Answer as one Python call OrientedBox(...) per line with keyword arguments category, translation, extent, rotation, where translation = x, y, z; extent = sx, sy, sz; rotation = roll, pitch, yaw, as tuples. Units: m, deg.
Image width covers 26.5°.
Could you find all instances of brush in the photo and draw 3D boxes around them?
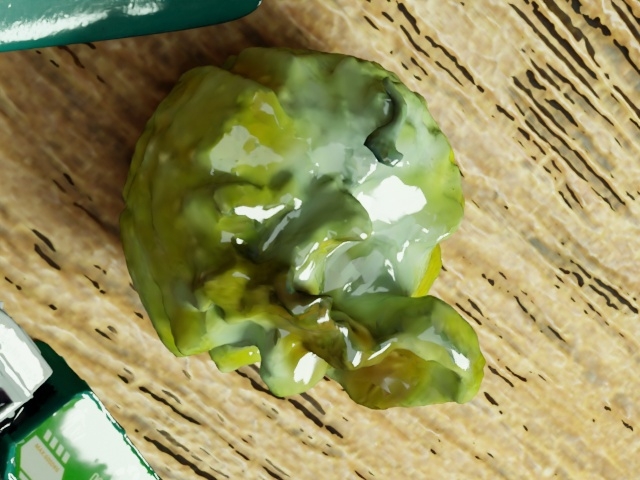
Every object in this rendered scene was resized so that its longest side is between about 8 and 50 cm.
OrientedBox(category="brush", translation=(-0.119, -0.125, 0.696), extent=(0.193, 0.032, 0.043), rotation=(-11, 114, -28))

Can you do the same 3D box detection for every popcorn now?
OrientedBox(category="popcorn", translation=(0.000, 0.000, 0.706), extent=(0.198, 0.212, 0.198), rotation=(-24, 153, -13))

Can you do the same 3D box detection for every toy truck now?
OrientedBox(category="toy truck", translation=(-0.168, 0.131, 0.753), extent=(0.124, 0.114, 0.253), rotation=(-38, 122, -15))
